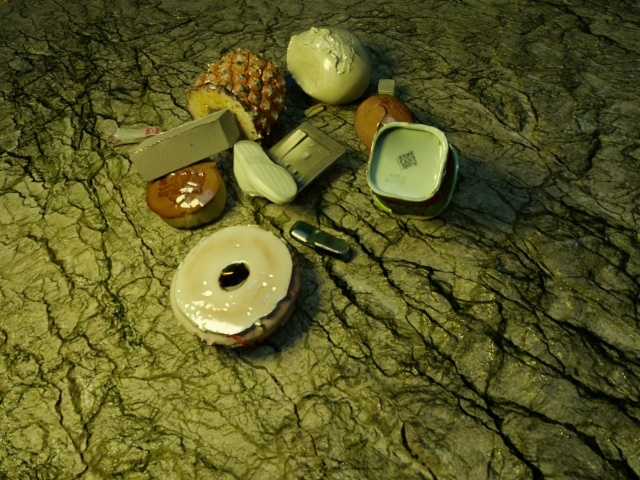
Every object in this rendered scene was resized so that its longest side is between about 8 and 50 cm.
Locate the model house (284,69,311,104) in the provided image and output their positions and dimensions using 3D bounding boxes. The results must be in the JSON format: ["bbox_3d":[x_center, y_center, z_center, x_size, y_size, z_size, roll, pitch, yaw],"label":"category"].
[{"bbox_3d":[-0.105,-0.666,1.730,0.117,0.088,0.167,-34,59,-16],"label":"model house"}]

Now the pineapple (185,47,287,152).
[{"bbox_3d":[-0.297,-0.526,1.520,0.352,0.352,0.300,17,53,18],"label":"pineapple"}]

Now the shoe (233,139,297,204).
[{"bbox_3d":[-0.201,-0.189,1.366,0.131,0.160,0.363,-12,43,-30],"label":"shoe"}]

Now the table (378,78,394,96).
[{"bbox_3d":[0.262,-0.585,1.633,0.062,0.083,0.079,4,56,9],"label":"table"}]

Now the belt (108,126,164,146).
[{"bbox_3d":[-0.749,-0.424,1.657,0.232,0.071,0.053,-4,63,5],"label":"belt"}]

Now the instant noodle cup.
[{"bbox_3d":[0.263,-0.206,1.188,0.294,0.308,0.294,0,90,16],"label":"instant noodle cup"}]

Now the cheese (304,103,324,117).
[{"bbox_3d":[-0.027,-0.533,1.668,0.083,0.030,0.044,-31,37,-8],"label":"cheese"}]

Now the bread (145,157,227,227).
[{"bbox_3d":[-0.451,-0.164,1.398,0.270,0.148,0.270,-5,55,8],"label":"bread"}]

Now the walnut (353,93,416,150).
[{"bbox_3d":[0.240,-0.404,1.448,0.203,0.203,0.298,-30,50,-13],"label":"walnut"}]

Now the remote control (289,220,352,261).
[{"bbox_3d":[0.000,0.000,1.296,0.222,0.042,0.072,26,61,22],"label":"remote control"}]

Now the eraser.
[{"bbox_3d":[-0.441,-0.320,1.355,0.352,0.111,0.077,-24,40,-6],"label":"eraser"}]

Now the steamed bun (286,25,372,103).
[{"bbox_3d":[0.055,-0.713,1.610,0.334,0.233,0.312,48,48,13],"label":"steamed bun"}]

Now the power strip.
[{"bbox_3d":[-0.067,-0.284,1.466,0.257,0.092,0.251,-42,62,-5],"label":"power strip"}]

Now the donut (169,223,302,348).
[{"bbox_3d":[-0.234,0.132,1.175,0.382,0.142,0.383,-4,56,5],"label":"donut"}]
